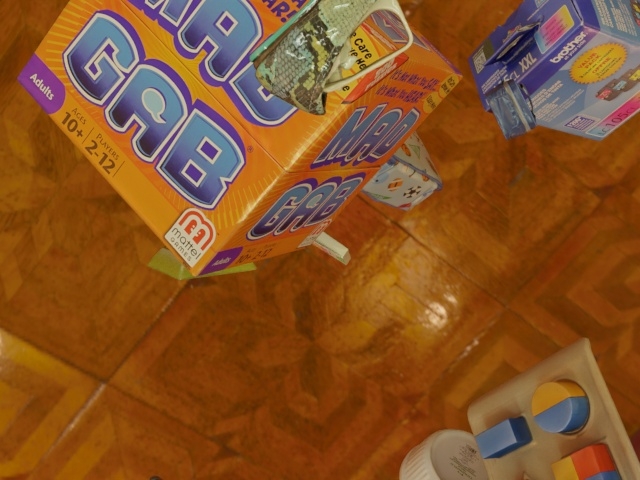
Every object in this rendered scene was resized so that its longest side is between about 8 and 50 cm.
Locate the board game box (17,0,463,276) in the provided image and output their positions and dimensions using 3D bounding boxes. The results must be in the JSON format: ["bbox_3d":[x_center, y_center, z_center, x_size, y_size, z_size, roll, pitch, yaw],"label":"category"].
[{"bbox_3d":[-0.091,-0.217,1.191,0.356,0.356,0.356,47,110,11],"label":"board game box"}]

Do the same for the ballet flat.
[{"bbox_3d":[0.042,-0.147,0.510,0.070,0.070,0.188,37,110,-27],"label":"ballet flat"}]

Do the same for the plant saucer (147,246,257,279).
[{"bbox_3d":[-0.263,0.038,1.964,0.188,0.188,0.045,-6,101,-31],"label":"plant saucer"}]

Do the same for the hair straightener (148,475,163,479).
[{"bbox_3d":[-0.180,0.354,1.117,0.047,0.230,0.089,-31,102,-27],"label":"hair straightener"}]

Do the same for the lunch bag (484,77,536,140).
[{"bbox_3d":[0.316,-0.222,1.469,0.065,0.067,0.098,-26,100,13],"label":"lunch bag"}]

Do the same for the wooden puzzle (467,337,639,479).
[{"bbox_3d":[0.406,0.390,1.606,0.080,0.348,0.322,11,143,-34],"label":"wooden puzzle"}]

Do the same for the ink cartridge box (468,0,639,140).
[{"bbox_3d":[0.478,-0.353,1.711,0.395,0.151,0.270,9,145,-31],"label":"ink cartridge box"}]

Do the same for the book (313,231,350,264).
[{"bbox_3d":[0.000,0.000,1.972,0.144,0.096,0.035,32,83,12],"label":"book"}]

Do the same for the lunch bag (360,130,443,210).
[{"bbox_3d":[0.098,-0.194,1.643,0.115,0.243,0.303,-32,151,20],"label":"lunch bag"}]

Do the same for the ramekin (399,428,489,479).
[{"bbox_3d":[0.280,0.496,1.870,0.207,0.207,0.109,8,134,-19],"label":"ramekin"}]
